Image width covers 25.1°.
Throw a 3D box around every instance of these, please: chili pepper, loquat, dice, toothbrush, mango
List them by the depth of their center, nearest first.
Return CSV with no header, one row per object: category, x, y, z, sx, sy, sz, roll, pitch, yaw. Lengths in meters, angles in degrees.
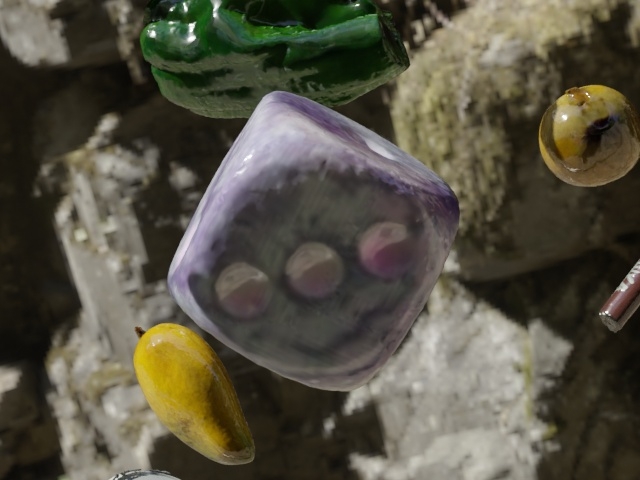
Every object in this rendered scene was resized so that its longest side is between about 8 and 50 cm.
dice,-0.010,-0.001,1.705,0.270,0.271,0.270,28,12,-7
toothbrush,0.473,-0.032,1.833,0.364,0.041,0.041,-50,24,-11
chili pepper,-0.071,-0.275,1.928,0.385,0.213,0.167,-4,-4,24
loquat,0.392,-0.149,2.077,0.163,0.163,0.137,-21,28,-26
mango,-0.223,0.267,2.516,0.119,0.317,0.176,-26,-15,-48

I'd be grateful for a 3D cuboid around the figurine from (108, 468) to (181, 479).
figurine,-0.183,0.330,1.482,0.132,0.154,0.132,18,24,-8
